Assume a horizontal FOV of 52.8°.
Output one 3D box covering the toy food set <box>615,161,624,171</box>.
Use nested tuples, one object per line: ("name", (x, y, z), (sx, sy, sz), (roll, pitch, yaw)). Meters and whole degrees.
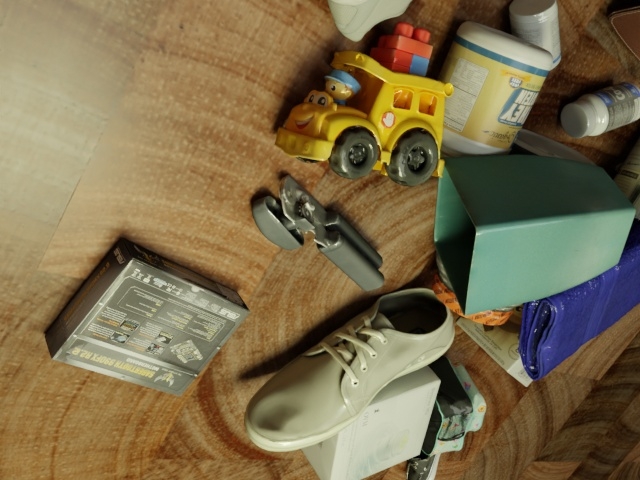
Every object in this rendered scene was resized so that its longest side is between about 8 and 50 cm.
("toy food set", (0.683, -0.095, 1.417), (0.133, 0.038, 0.192), (-21, 131, -20))

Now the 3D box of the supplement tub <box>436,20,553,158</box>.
("supplement tub", (0.237, -0.207, 0.959), (0.145, 0.144, 0.199), (2, 121, -35))

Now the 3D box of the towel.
("towel", (0.485, 0.099, 1.166), (0.308, 0.076, 0.227), (-28, 139, -21))

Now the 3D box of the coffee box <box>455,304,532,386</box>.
("coffee box", (0.454, 0.129, 1.340), (0.297, 0.168, 0.119), (-48, 134, 5))

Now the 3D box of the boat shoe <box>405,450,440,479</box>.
("boat shoe", (0.244, 0.510, 1.545), (0.076, 0.080, 0.228), (8, 116, -31))

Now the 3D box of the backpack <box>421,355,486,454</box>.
("backpack", (0.258, 0.359, 1.377), (0.145, 0.165, 0.188), (-3, 126, -21))

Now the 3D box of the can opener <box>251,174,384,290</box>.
("can opener", (0.000, 0.000, 1.022), (0.095, 0.075, 0.283), (-20, 141, 24))

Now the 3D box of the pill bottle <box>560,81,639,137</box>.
("pill bottle", (0.510, -0.235, 1.170), (0.137, 0.078, 0.078), (-21, 131, -21))

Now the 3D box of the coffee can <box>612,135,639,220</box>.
("coffee can", (0.694, -0.108, 1.282), (0.202, 0.201, 0.275), (19, 104, -41))

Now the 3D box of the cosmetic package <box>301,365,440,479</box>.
("cosmetic package", (0.092, 0.343, 1.276), (0.225, 0.138, 0.223), (-14, 129, -27))

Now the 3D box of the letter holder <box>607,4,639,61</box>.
("letter holder", (0.658, -0.403, 1.116), (0.302, 0.215, 0.151), (18, 79, -40))

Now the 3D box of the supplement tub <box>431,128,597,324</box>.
("supplement tub", (0.324, -0.022, 1.121), (0.194, 0.193, 0.315), (2, 121, -35))

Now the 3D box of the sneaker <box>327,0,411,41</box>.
("sneaker", (0.107, -0.357, 0.814), (0.262, 0.099, 0.121), (-38, 156, -9))

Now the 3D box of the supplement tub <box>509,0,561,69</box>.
("supplement tub", (0.331, -0.318, 0.993), (0.071, 0.071, 0.107), (-34, 134, -9))

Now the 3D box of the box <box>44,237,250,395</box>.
("box", (-0.244, 0.120, 0.940), (0.183, 0.056, 0.231), (-50, 134, 8))

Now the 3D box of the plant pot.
("plant pot", (0.300, -0.021, 0.918), (0.235, 0.165, 0.165), (-8, 132, -4))

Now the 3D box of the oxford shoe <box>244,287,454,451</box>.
("oxford shoe", (0.059, 0.206, 1.133), (0.450, 0.169, 0.130), (-26, 138, -26))

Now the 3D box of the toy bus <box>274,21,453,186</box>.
("toy bus", (0.069, -0.190, 0.872), (0.220, 0.149, 0.211), (2, 108, -32))
